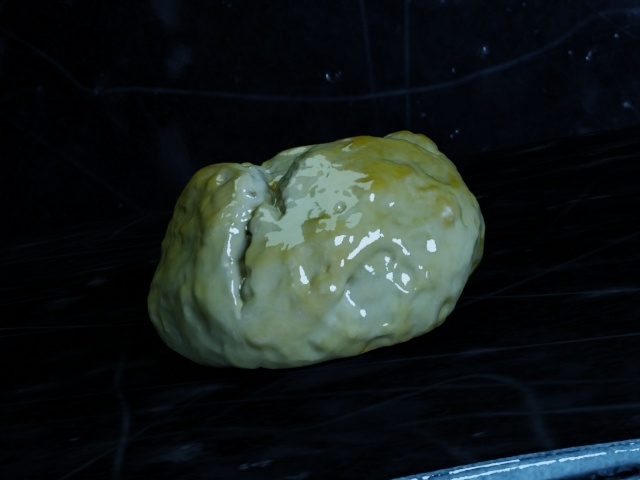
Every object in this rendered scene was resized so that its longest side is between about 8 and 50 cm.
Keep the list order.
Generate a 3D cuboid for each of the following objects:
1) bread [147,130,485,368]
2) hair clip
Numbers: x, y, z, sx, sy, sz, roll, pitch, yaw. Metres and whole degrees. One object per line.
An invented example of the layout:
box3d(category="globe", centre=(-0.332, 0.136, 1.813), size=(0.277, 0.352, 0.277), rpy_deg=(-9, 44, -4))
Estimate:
box3d(category="bread", centre=(0.000, 0.000, 1.243), size=(0.244, 0.134, 0.244), rpy_deg=(-14, 5, 1))
box3d(category="hair clip", centre=(0.057, 0.099, 0.709), size=(0.229, 0.039, 0.070), rpy_deg=(-13, 5, -21))
